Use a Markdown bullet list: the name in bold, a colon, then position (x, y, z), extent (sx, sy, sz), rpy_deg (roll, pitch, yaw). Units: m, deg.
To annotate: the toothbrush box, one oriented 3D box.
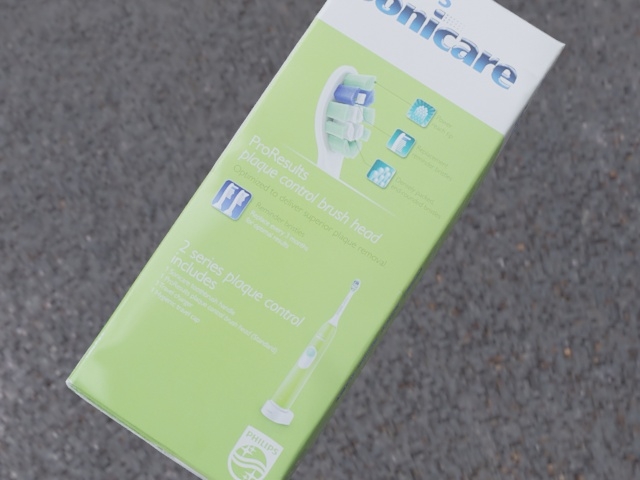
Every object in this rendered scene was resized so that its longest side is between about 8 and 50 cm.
- **toothbrush box**: position (0.000, 0.000, 0.777), extent (0.122, 0.206, 0.283), rpy_deg (34, 84, 5)
